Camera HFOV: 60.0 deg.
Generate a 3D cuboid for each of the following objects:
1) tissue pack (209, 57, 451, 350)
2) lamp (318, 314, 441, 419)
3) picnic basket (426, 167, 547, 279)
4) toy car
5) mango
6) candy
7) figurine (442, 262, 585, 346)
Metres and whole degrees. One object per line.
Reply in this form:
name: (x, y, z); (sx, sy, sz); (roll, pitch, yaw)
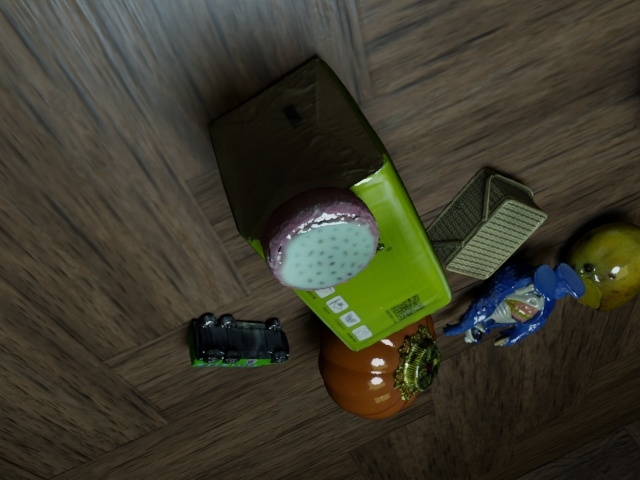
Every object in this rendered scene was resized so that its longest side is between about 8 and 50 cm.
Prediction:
tissue pack: (0.021, -0.030, 0.650); (0.167, 0.200, 0.274); (-29, 140, 6)
lamp: (0.094, 0.180, 0.909); (0.223, 0.197, 0.223); (-14, 109, -47)
picnic basket: (0.257, -0.022, 0.873); (0.115, 0.079, 0.164); (14, 125, -37)
toy car: (-0.128, 0.165, 0.877); (0.165, 0.071, 0.062); (9, 143, -34)
mango: (0.566, 0.059, 1.086); (0.167, 0.130, 0.262); (-34, 145, 1)
candy: (0.000, 0.000, 0.483); (0.103, 0.043, 0.103); (-11, 138, -10)
figurine: (0.358, 0.117, 1.055); (0.164, 0.120, 0.262); (23, 137, -34)
